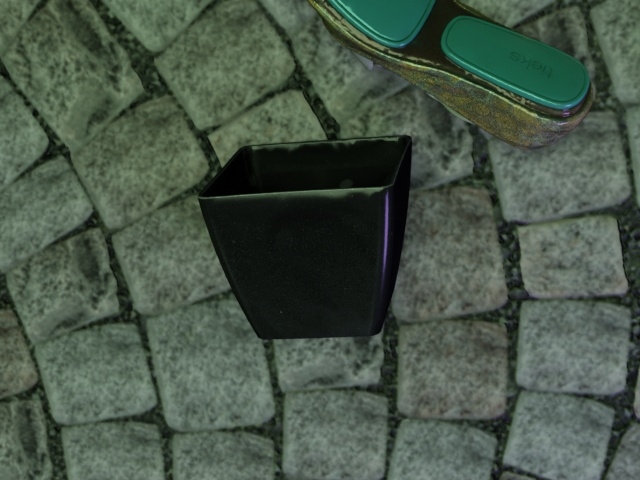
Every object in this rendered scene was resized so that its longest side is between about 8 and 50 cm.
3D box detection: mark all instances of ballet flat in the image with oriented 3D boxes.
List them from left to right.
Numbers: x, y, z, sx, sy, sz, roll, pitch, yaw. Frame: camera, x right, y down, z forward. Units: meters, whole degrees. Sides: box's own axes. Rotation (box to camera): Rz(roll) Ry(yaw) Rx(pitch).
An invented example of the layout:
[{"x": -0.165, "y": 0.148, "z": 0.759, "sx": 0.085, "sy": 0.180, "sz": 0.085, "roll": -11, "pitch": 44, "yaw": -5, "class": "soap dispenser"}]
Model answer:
[{"x": 0.104, "y": -0.197, "z": 1.167, "sx": 0.349, "sy": 0.123, "sz": 0.123, "roll": 30, "pitch": 102, "yaw": 3, "class": "ballet flat"}]

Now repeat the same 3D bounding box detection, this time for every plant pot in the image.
[{"x": 0.000, "y": 0.000, "z": 1.185, "sx": 0.188, "sy": 0.187, "sz": 0.166, "roll": -4, "pitch": 110, "yaw": 12, "class": "plant pot"}]
